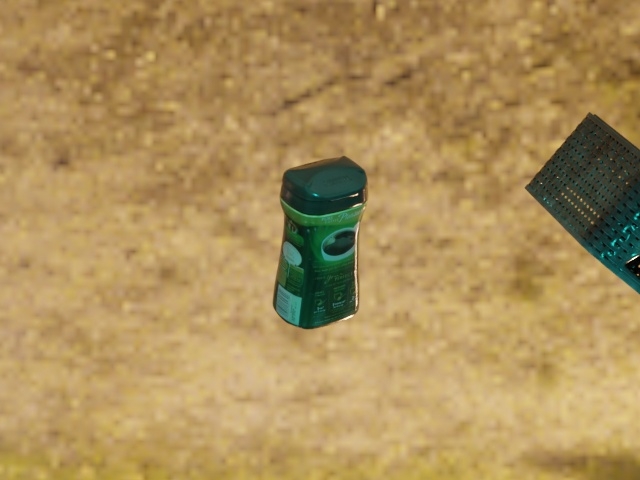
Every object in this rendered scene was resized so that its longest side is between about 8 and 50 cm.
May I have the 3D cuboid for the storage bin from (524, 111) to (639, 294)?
[{"bbox_3d":[0.248,-0.016,1.537,0.122,0.084,0.180,38,-172,-20],"label":"storage bin"}]

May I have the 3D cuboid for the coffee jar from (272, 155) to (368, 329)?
[{"bbox_3d":[0.000,0.000,2.174,0.096,0.184,0.079,-15,-145,-31],"label":"coffee jar"}]
